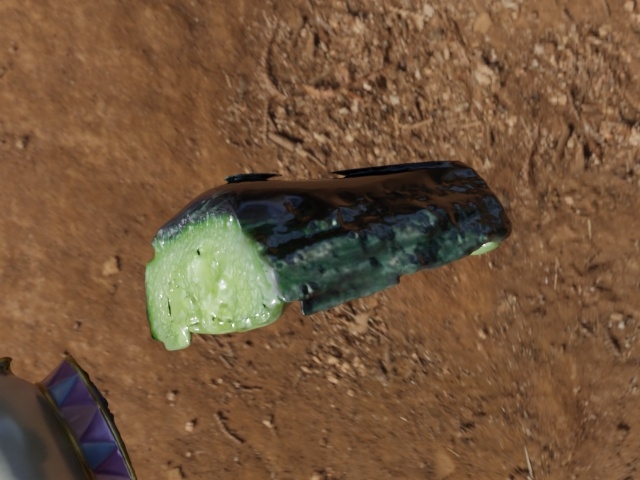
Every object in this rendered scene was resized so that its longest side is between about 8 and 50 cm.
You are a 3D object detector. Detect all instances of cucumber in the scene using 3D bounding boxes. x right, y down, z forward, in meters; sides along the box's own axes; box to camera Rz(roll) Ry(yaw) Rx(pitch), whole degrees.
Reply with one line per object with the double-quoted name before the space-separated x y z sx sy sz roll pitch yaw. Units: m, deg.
"cucumber" 0.000 0.000 0.514 0.193 0.115 0.086 -11 85 -15

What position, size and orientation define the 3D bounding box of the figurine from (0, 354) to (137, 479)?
"figurine" -0.243 0.164 0.528 0.263 0.142 0.189 -25 79 -24
